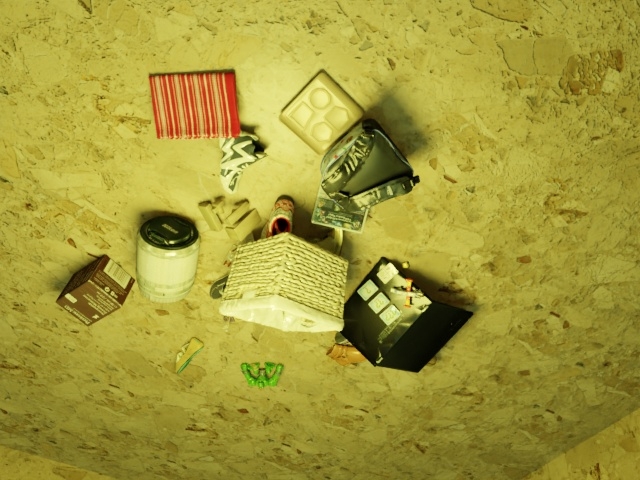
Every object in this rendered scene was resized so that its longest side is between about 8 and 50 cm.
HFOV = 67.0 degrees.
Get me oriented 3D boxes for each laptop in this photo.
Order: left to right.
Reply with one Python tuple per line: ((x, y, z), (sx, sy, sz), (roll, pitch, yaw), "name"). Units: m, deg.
((0.333, 0.323, 2.003), (0.408, 0.236, 0.382), (42, 113, 16), "laptop")

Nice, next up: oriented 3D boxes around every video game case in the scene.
((0.077, -0.127, 1.712), (0.190, 0.022, 0.173), (12, 102, -8), "video game case")

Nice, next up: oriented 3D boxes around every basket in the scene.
((-0.124, 0.161, 1.704), (0.331, 0.267, 0.328), (24, 155, -38), "basket")

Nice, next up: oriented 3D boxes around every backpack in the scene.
((0.130, -0.233, 1.557), (0.263, 0.213, 0.276), (-39, 114, 15), "backpack")

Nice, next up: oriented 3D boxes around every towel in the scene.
((-0.389, -0.416, 1.503), (0.274, 0.031, 0.199), (-1, 105, 3), "towel")

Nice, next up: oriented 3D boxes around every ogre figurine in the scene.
((-0.272, 0.632, 2.267), (0.197, 0.097, 0.118), (-7, 109, -13), "ogre figurine")

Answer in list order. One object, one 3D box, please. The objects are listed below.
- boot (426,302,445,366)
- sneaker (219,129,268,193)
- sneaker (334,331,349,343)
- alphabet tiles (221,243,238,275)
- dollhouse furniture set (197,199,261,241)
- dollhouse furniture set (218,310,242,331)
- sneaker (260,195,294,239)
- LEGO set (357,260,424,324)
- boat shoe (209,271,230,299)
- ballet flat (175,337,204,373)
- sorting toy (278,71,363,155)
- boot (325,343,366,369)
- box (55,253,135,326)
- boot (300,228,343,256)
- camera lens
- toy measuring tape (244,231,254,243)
((0.504, 0.417, 2.098), (0.236, 0.089, 0.269), (34, 118, -22), "boot")
((-0.250, -0.257, 1.614), (0.153, 0.094, 0.235), (7, 116, 6), "sneaker")
((0.152, 0.404, 2.118), (0.178, 0.072, 0.077), (-22, 146, 14), "sneaker")
((-0.266, 0.106, 1.931), (0.237, 0.009, 0.198), (26, 122, -17), "alphabet tiles")
((-0.332, -0.099, 1.773), (0.151, 0.123, 0.144), (9, 135, 39), "dollhouse furniture set")
((-0.368, 0.336, 2.054), (0.114, 0.081, 0.091), (-13, 125, 10), "dollhouse furniture set")
((-0.165, -0.019, 1.754), (0.090, 0.145, 0.270), (16, 125, -10), "sneaker")
((0.277, 0.194, 1.850), (0.182, 0.060, 0.244), (49, 115, 9), "LEGO set")
((-0.389, 0.192, 1.955), (0.075, 0.065, 0.206), (37, 125, -25), "boat shoe")
((-0.613, 0.522, 2.213), (0.073, 0.080, 0.232), (46, 116, 4), "ballet flat")
((0.000, -0.401, 1.547), (0.193, 0.038, 0.208), (39, 113, -24), "sorting toy")
((0.130, 0.496, 2.172), (0.152, 0.073, 0.197), (30, 118, -15), "boot")
((-0.883, 0.198, 1.909), (0.203, 0.167, 0.168), (-29, 121, 20), "box")
((0.000, 0.000, 1.812), (0.165, 0.077, 0.213), (7, 126, -1), "boot")
((-0.561, 0.064, 1.776), (0.219, 0.219, 0.274), (12, 126, -8), "camera lens")
((-0.260, 0.111, 1.860), (0.121, 0.121, 0.330), (-5, 126, 5), "toy measuring tape")
